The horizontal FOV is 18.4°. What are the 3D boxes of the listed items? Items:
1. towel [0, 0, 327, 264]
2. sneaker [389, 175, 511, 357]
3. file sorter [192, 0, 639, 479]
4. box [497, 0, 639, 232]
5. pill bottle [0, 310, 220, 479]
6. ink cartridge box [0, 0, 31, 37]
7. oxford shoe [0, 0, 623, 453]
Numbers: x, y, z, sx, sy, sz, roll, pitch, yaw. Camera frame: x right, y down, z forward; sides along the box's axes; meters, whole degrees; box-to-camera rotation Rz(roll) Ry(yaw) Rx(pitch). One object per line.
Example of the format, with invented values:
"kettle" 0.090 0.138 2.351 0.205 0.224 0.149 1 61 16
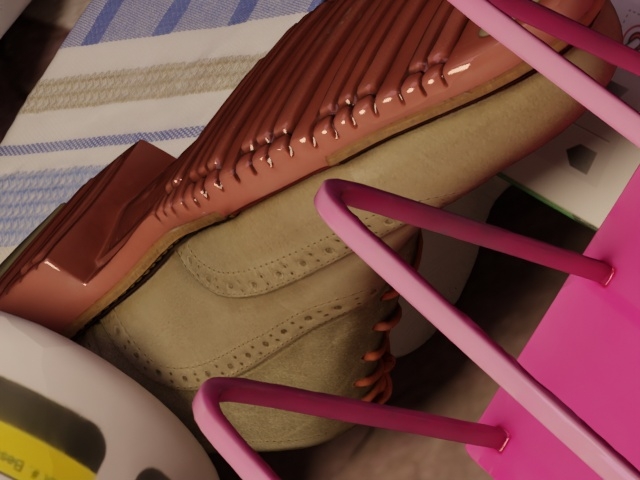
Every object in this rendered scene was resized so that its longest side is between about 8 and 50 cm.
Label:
"towel" -0.094 -0.036 0.995 0.209 0.034 0.285 -3 49 39
"sneaker" 0.056 -0.051 0.856 0.212 0.080 0.094 -49 34 -9
"file sorter" 0.131 -0.011 0.522 0.202 0.182 0.290 42 108 39
"box" 0.172 -0.090 0.668 0.322 0.058 0.232 35 103 43
"pill bottle" -0.176 0.199 0.700 0.188 0.188 0.334 -3 50 37
"ink cartridge box" -0.292 -0.113 1.086 0.207 0.119 0.353 -18 25 26
"oxford shoe" 0.000 0.000 0.739 0.348 0.130 0.123 -29 19 47
